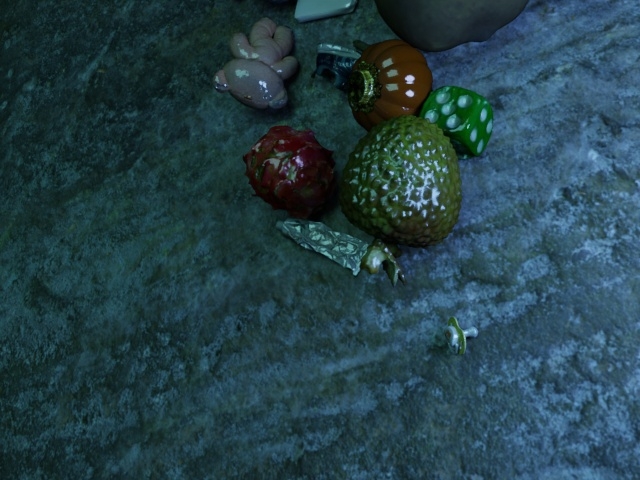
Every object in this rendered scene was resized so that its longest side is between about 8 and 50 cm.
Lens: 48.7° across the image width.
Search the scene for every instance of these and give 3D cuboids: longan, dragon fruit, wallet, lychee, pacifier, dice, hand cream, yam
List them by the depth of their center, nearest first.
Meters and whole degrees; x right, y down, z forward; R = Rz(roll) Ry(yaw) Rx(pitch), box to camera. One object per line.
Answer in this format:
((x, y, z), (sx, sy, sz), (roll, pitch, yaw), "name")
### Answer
((0.282, 0.191, 1.406), (0.064, 0.068, 0.083), (-8, 37, -11), "pacifier")
((0.166, -0.096, 1.462), (0.270, 0.270, 0.320), (47, 133, 35), "lychee")
((0.297, -0.257, 1.541), (0.131, 0.128, 0.120), (20, 79, 34), "dice")
((0.295, -0.591, 1.572), (0.361, 0.361, 0.361), (-11, 64, 24), "longan")
((-0.002, -0.002, 1.642), (0.257, 0.050, 0.084), (24, 78, 31), "hand cream")
((-0.080, -0.172, 1.668), (0.268, 0.205, 0.210), (27, 86, 43), "dragon fruit")
((0.170, -0.458, 1.763), (0.234, 0.029, 0.027), (35, 115, 33), "yam")
((0.016, -0.648, 1.922), (0.190, 0.033, 0.095), (1, 71, 29), "wallet")

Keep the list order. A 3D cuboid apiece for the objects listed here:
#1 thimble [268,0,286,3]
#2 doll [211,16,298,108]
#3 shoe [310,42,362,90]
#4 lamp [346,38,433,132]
((-0.126, -0.784, 1.935), (0.250, 0.172, 0.205), (-40, 47, 37), "thimble")
((-0.160, -0.462, 1.889), (0.201, 0.156, 0.303), (21, 52, -5), "doll")
((0.070, -0.427, 1.774), (0.207, 0.091, 0.106), (21, 102, 29), "shoe")
((0.158, -0.345, 1.614), (0.223, 0.196, 0.223), (12, 104, 56), "lamp")
